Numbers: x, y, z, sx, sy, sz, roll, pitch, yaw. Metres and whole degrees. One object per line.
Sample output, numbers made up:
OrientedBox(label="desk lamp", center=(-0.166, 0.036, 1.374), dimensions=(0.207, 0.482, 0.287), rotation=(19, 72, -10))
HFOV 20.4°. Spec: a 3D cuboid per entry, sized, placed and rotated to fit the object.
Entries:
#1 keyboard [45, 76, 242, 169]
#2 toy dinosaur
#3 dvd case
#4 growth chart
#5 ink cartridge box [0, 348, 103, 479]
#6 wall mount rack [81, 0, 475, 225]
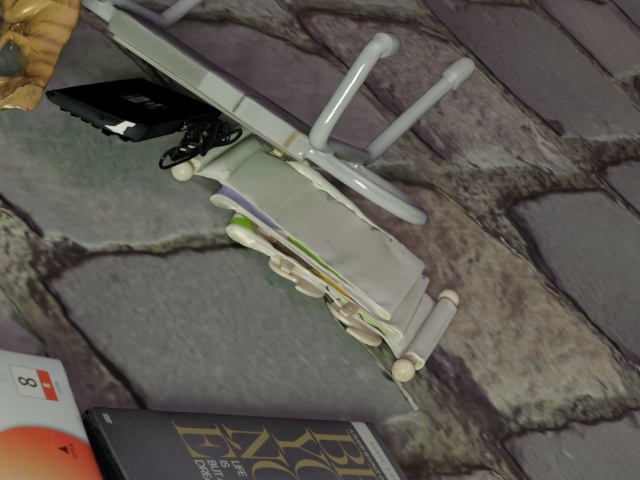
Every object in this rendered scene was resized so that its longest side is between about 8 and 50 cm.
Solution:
OrientedBox(label="keyboard", center=(-0.119, -0.077, 1.225), dimensions=(0.100, 0.038, 0.192), rotation=(22, 13, 9))
OrientedBox(label="toy dinosaur", center=(-0.182, -0.164, 1.208), dimensions=(0.064, 0.112, 0.211), rotation=(38, 56, -42))
OrientedBox(label="dvd case", center=(-0.013, 0.161, 0.992), dimensions=(0.221, 0.018, 0.164), rotation=(9, 36, -44))
OrientedBox(label="growth chart", center=(0.000, 0.000, 1.273), dimensions=(0.237, 0.021, 0.172), rotation=(41, 27, 10))
OrientedBox(label="ink cartridge box", center=(-0.189, 0.101, 0.846), dimensions=(0.179, 0.045, 0.145), rotation=(18, 30, -38))
OrientedBox(label="wall mount rack", center=(-0.026, -0.152, 1.343), dimensions=(0.350, 0.130, 0.304), rotation=(35, 7, 11))
